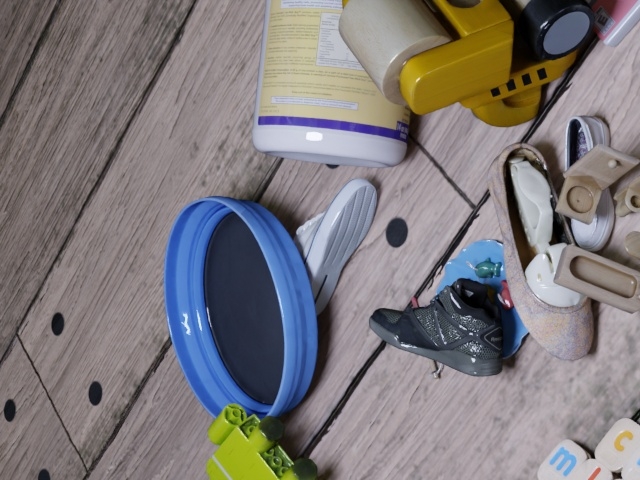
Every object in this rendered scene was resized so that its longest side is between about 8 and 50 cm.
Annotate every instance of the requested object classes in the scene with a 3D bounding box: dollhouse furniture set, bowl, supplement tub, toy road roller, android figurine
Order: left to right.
[{"bbox_3d":[-0.135,0.116,2.261,0.391,0.077,0.391,20,115,52],"label":"bowl"},{"bbox_3d":[-0.095,0.384,2.200,0.248,0.056,0.273,49,144,12],"label":"android figurine"},{"bbox_3d":[0.028,-0.287,2.086,0.241,0.241,0.331,6,90,47],"label":"supplement tub"},{"bbox_3d":[0.198,-0.256,1.866,0.241,0.329,0.202,90,155,-51],"label":"toy road roller"},{"bbox_3d":[0.375,-0.013,1.732,0.123,0.144,0.151,125,166,-71],"label":"dollhouse furniture set"}]

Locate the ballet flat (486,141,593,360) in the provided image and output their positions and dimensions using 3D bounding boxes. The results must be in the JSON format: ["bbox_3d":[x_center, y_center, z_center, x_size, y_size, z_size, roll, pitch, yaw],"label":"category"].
[{"bbox_3d":[0.297,0.006,1.846,0.106,0.107,0.316,106,149,-63],"label":"ballet flat"}]

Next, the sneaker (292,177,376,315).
[{"bbox_3d":[0.000,0.000,2.185,0.091,0.094,0.258,45,118,35],"label":"sneaker"}]

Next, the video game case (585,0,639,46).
[{"bbox_3d":[0.387,-0.433,1.879,0.204,0.025,0.285,-52,51,29],"label":"video game case"}]

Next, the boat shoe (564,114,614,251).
[{"bbox_3d":[0.355,-0.079,1.840,0.066,0.063,0.184,3,87,47],"label":"boat shoe"}]

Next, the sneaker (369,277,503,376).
[{"bbox_3d":[0.169,0.104,1.953,0.227,0.087,0.130,16,103,45],"label":"sneaker"}]

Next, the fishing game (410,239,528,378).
[{"bbox_3d":[0.228,0.092,1.973,0.264,0.041,0.189,-35,59,39],"label":"fishing game"}]

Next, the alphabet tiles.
[{"bbox_3d":[0.352,0.367,1.731,0.278,0.021,0.284,-52,32,-1],"label":"alphabet tiles"}]
